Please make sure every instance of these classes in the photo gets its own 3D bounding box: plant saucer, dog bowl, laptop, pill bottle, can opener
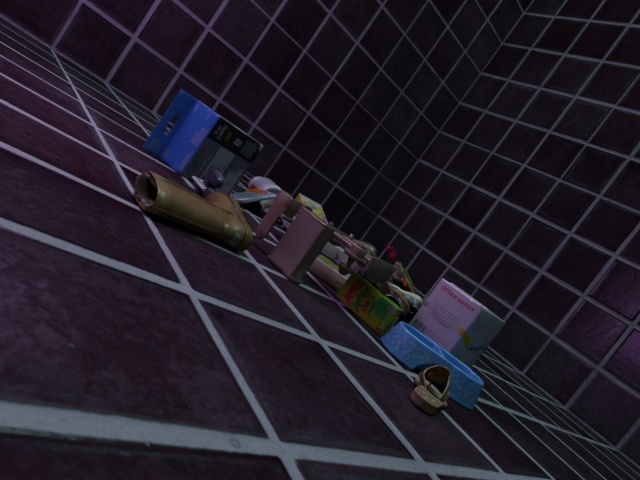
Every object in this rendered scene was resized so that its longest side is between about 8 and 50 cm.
[{"bbox_3d":[0.187,0.112,1.707,0.198,0.036,0.198,61,-2,4],"label":"plant saucer"},{"bbox_3d":[0.299,0.321,1.261,0.297,0.074,0.166,35,6,3],"label":"dog bowl"},{"bbox_3d":[0.255,0.220,2.131,0.408,0.236,0.382,66,13,10],"label":"laptop"},{"bbox_3d":[-0.250,-0.210,2.133,0.131,0.131,0.229,32,6,-31],"label":"pill bottle"},{"bbox_3d":[-0.312,-0.138,1.438,0.074,0.093,0.280,31,12,-44],"label":"can opener"}]

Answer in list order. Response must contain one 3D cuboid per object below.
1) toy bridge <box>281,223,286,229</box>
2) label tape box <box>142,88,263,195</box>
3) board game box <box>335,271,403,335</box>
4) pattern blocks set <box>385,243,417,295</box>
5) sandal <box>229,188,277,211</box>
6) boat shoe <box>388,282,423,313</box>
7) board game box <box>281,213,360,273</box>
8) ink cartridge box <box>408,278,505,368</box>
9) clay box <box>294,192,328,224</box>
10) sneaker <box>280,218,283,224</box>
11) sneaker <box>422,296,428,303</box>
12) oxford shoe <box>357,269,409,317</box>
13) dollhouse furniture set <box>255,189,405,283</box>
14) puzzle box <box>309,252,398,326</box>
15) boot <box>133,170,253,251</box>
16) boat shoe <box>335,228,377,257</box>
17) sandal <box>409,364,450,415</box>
[{"bbox_3d":[-0.099,-0.038,1.945,0.026,0.063,0.188,31,6,-38],"label":"toy bridge"},{"bbox_3d":[-0.395,-0.319,1.648,0.106,0.240,0.334,42,9,38],"label":"label tape box"},{"bbox_3d":[0.138,0.181,1.377,0.181,0.092,0.043,39,8,32],"label":"board game box"},{"bbox_3d":[0.372,0.173,2.088,0.324,0.026,0.285,66,12,11],"label":"pattern blocks set"},{"bbox_3d":[-0.271,-0.152,1.895,0.102,0.076,0.265,22,20,26],"label":"sandal"},{"bbox_3d":[0.290,0.227,1.868,0.224,0.080,0.073,19,33,10],"label":"boat shoe"},{"bbox_3d":[0.000,0.000,1.735,0.305,0.053,0.193,34,6,-18],"label":"board game box"},{"bbox_3d":[0.399,0.271,1.450,0.168,0.232,0.171,30,8,-41],"label":"ink cartridge box"},{"bbox_3d":[-0.040,-0.113,2.098,0.127,0.053,0.222,27,24,-25],"label":"clay box"},{"bbox_3d":[-0.071,-0.048,2.144,0.275,0.107,0.110,22,27,-36],"label":"sneaker"},{"bbox_3d":[0.429,0.321,1.838,0.121,0.108,0.302,55,16,-6],"label":"sneaker"},{"bbox_3d":[0.220,0.190,1.797,0.271,0.097,0.098,36,12,11],"label":"oxford shoe"},{"bbox_3d":[0.024,0.046,1.385,0.303,0.174,0.355,41,9,37],"label":"dollhouse furniture set"},{"bbox_3d":[0.087,0.139,1.630,0.409,0.052,0.272,36,6,7],"label":"puzzle box"},{"bbox_3d":[-0.298,-0.090,1.096,0.269,0.089,0.236,28,9,-45],"label":"boot"},{"bbox_3d":[0.072,0.039,1.950,0.324,0.120,0.122,17,-50,35],"label":"boat shoe"},{"bbox_3d":[0.255,0.313,1.040,0.088,0.079,0.240,37,6,19],"label":"sandal"}]
